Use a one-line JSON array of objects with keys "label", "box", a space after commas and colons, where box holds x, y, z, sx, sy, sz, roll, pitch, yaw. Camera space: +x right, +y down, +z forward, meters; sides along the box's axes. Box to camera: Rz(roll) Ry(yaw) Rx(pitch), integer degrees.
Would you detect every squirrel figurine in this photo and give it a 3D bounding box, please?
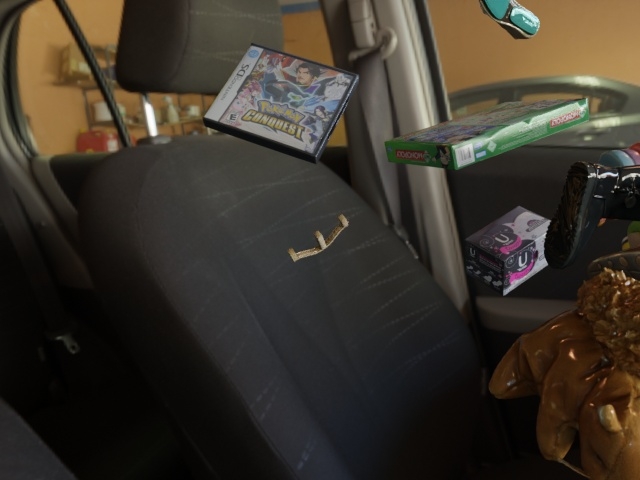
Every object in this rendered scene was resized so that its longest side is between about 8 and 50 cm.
[{"label": "squirrel figurine", "box": [0.526, 0.242, 0.990, 0.281, 0.397, 0.370, 27, 11, 5]}]

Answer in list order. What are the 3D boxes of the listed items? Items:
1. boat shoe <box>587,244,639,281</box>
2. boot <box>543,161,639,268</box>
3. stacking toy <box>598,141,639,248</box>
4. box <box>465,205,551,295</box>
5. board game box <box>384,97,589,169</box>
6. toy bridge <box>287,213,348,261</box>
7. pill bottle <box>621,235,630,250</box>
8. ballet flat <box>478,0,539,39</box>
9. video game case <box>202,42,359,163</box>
[{"label": "boat shoe", "box": [0.759, 0.052, 1.215, 0.324, 0.123, 0.116, -9, 18, 41]}, {"label": "boot", "box": [0.608, -0.049, 1.192, 0.207, 0.247, 0.094, 2, 22, -14]}, {"label": "stacking toy", "box": [0.757, -0.069, 1.401, 0.130, 0.280, 0.309, -17, -26, 0]}, {"label": "box", "box": [0.588, 0.026, 1.717, 0.247, 0.142, 0.163, -29, 38, -21]}, {"label": "board game box", "box": [0.312, -0.208, 1.069, 0.317, 0.046, 0.213, -21, 18, -20]}, {"label": "toy bridge", "box": [0.000, 0.000, 1.531, 0.188, 0.063, 0.026, -34, 53, -9]}, {"label": "pill bottle", "box": [1.053, 0.090, 1.820, 0.119, 0.209, 0.119, 8, -26, 4]}, {"label": "ballet flat", "box": [0.477, -0.609, 1.483, 0.248, 0.086, 0.086, 24, -6, -32]}, {"label": "video game case", "box": [-0.086, -0.315, 1.255, 0.274, 0.248, 0.035, 20, -25, 12]}]
